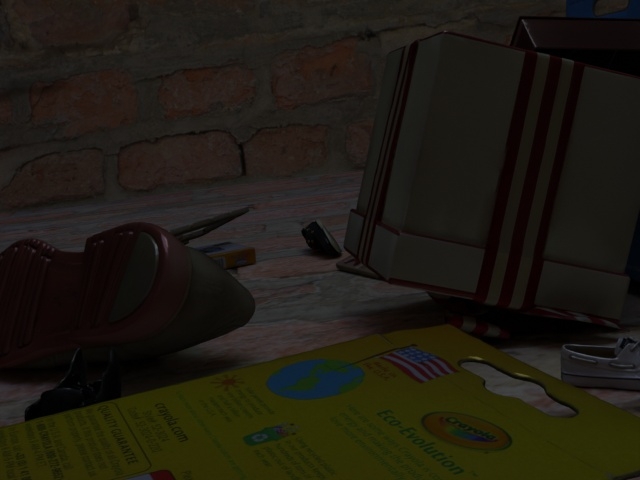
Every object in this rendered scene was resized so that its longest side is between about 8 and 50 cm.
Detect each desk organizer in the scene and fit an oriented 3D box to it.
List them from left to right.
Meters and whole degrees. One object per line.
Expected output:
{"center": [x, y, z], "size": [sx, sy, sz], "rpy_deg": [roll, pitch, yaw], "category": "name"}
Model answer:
{"center": [0.258, -0.188, 0.855], "size": [0.130, 0.047, 0.050], "rpy_deg": [-1, 49, -10], "category": "desk organizer"}

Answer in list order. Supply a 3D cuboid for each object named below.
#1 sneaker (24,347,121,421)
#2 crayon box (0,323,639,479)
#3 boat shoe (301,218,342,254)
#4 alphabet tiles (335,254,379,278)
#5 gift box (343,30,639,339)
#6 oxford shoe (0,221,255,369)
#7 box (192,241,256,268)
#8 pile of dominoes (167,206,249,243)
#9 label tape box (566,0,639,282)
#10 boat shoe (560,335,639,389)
{"center": [-0.157, 0.129, 0.513], "size": [0.051, 0.089, 0.170], "rpy_deg": [-5, 9, 9], "category": "sneaker"}
{"center": [-0.019, 0.128, 0.384], "size": [0.318, 0.081, 0.202], "rpy_deg": [-11, 16, -23], "category": "crayon box"}
{"center": [0.001, 0.001, 1.363], "size": [0.042, 0.049, 0.133], "rpy_deg": [-35, 19, -2], "category": "boat shoe"}
{"center": [0.198, -0.033, 1.209], "size": [0.342, 0.011, 0.285], "rpy_deg": [-29, 18, -23], "category": "alphabet tiles"}
{"center": [0.185, -0.042, 0.849], "size": [0.276, 0.258, 0.255], "rpy_deg": [12, 6, -5], "category": "gift box"}
{"center": [-0.239, 0.080, 0.896], "size": [0.397, 0.141, 0.146], "rpy_deg": [-5, -23, 42], "category": "oxford shoe"}
{"center": [-0.165, 0.025, 1.385], "size": [0.081, 0.028, 0.136], "rpy_deg": [-11, 7, -24], "category": "box"}
{"center": [-0.244, 0.020, 1.402], "size": [0.196, 0.040, 0.251], "rpy_deg": [-26, -2, 29], "category": "pile of dominoes"}
{"center": [0.362, -0.132, 0.963], "size": [0.105, 0.334, 0.240], "rpy_deg": [0, 8, -9], "category": "label tape box"}
{"center": [0.229, 0.089, 0.644], "size": [0.100, 0.035, 0.035], "rpy_deg": [-2, 10, 28], "category": "boat shoe"}
